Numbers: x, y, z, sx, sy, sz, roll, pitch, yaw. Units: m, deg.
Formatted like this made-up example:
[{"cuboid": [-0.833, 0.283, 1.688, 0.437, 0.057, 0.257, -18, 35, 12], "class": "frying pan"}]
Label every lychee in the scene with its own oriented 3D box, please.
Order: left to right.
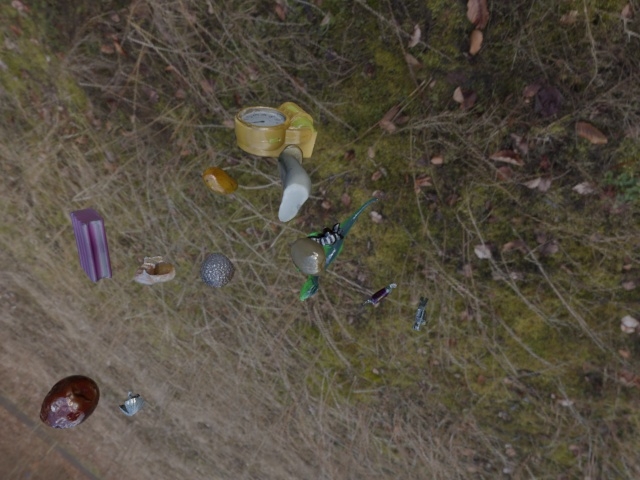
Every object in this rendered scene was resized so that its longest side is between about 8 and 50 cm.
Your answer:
[{"cuboid": [-0.486, 0.137, 2.007, 0.165, 0.197, 0.165, 11, 124, 16], "class": "lychee"}]

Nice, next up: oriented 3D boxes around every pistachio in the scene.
[{"cuboid": [-0.039, 0.053, 1.378, 0.149, 0.113, 0.113, 33, 147, 40], "class": "pistachio"}]

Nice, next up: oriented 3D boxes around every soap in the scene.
[{"cuboid": [-0.700, 0.012, 1.295, 0.122, 0.065, 0.203, 30, 126, 38], "class": "soap"}]

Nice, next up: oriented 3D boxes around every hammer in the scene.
[{"cuboid": [0.488, 0.361, 2.044, 0.041, 0.159, 0.226, 14, 170, 21], "class": "hammer"}]

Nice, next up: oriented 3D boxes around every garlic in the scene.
[{"cuboid": [-0.725, 0.142, 1.855, 0.174, 0.099, 0.124, -1, 128, -9], "class": "garlic"}]

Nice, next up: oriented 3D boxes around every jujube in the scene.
[{"cuboid": [-0.850, 0.546, 1.415, 0.236, 0.168, 0.168, -29, 110, 27], "class": "jujube"}]

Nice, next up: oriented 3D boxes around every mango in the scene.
[{"cuboid": [-0.437, -0.254, 1.845, 0.089, 0.115, 0.165, -22, 135, 35], "class": "mango"}]

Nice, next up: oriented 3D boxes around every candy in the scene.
[{"cuboid": [0.267, 0.245, 1.890, 0.175, 0.043, 0.045, -38, 146, 20], "class": "candy"}]

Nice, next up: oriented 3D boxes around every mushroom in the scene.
[{"cuboid": [-0.111, -0.227, 1.555, 0.159, 0.329, 0.122, -33, 129, 21], "class": "mushroom"}]

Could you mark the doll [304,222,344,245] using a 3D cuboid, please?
[{"cuboid": [0.000, 0.000, 1.782, 0.091, 0.219, 0.067, 67, 175, -36], "class": "doll"}]

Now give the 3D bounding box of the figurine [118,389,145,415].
[{"cuboid": [-0.734, 0.640, 1.664, 0.094, 0.086, 0.082, 31, 179, -43], "class": "figurine"}]

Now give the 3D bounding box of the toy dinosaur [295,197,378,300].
[{"cuboid": [0.074, 0.021, 1.950, 0.144, 0.375, 0.500, 39, 116, -22], "class": "toy dinosaur"}]

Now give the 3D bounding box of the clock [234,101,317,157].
[{"cuboid": [-0.200, -0.453, 1.756, 0.244, 0.316, 0.201, 45, 138, 41], "class": "clock"}]
